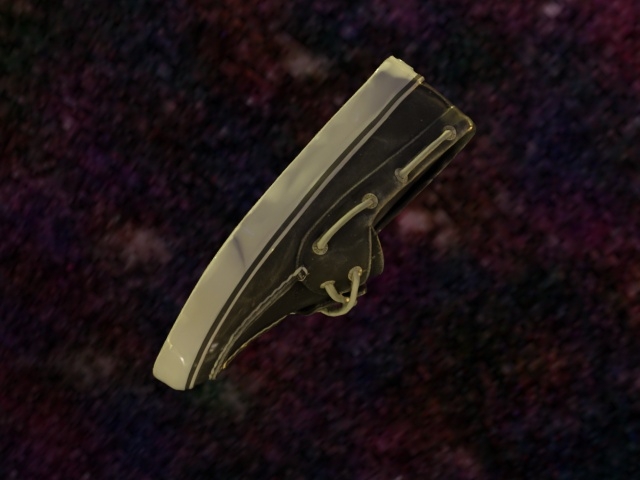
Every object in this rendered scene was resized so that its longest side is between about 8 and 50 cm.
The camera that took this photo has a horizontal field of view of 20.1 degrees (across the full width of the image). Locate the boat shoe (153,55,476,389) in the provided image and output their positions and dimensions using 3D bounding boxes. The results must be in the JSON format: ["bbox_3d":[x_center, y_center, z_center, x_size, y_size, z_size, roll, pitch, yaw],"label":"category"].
[{"bbox_3d":[0.000,0.000,0.946,0.070,0.078,0.219,38,74,5],"label":"boat shoe"}]
